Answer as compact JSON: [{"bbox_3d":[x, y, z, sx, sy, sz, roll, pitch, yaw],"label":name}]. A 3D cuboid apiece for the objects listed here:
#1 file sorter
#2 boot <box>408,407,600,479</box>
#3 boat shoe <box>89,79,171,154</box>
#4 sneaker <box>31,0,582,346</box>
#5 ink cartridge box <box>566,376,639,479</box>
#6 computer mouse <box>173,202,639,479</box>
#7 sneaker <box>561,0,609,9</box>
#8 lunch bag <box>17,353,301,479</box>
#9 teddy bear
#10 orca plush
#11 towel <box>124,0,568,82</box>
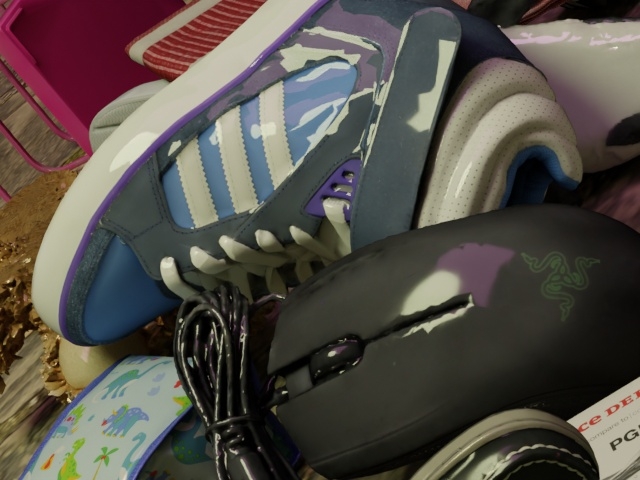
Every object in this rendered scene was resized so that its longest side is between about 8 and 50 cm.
[{"bbox_3d":[-0.259,-0.157,1.617,0.182,0.202,0.291,-27,25,28],"label":"file sorter"},{"bbox_3d":[0.054,0.196,0.597,0.236,0.085,0.178,-60,22,13],"label":"boot"},{"bbox_3d":[-0.030,-0.099,1.323,0.335,0.121,0.119,-5,29,32],"label":"boat shoe"},{"bbox_3d":[0.000,0.000,0.973,0.323,0.130,0.236,-45,63,4],"label":"sneaker"},{"bbox_3d":[0.146,0.120,0.706,0.099,0.056,0.135,-33,24,8],"label":"ink cartridge box"},{"bbox_3d":[0.049,0.062,0.852,0.272,0.072,0.188,-23,64,12],"label":"computer mouse"},{"bbox_3d":[0.286,-0.272,1.210,0.302,0.108,0.121,-42,23,7],"label":"sneaker"},{"bbox_3d":[-0.108,0.141,0.969,0.129,0.096,0.151,-7,27,49],"label":"lunch bag"},{"bbox_3d":[-0.150,0.042,1.208,0.338,0.113,0.245,5,44,51],"label":"teddy bear"},{"bbox_3d":[0.172,-0.106,1.052,0.287,0.151,0.102,-32,-8,18],"label":"orca plush"},{"bbox_3d":[0.015,-0.166,1.242,0.237,0.037,0.329,-35,30,-18],"label":"towel"}]
